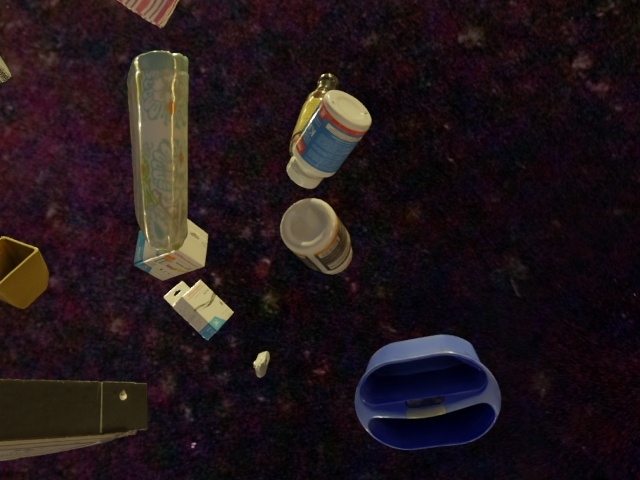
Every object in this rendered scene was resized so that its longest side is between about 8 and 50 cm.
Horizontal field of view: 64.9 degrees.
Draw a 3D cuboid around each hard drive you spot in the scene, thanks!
[{"bbox_3d":[-0.379,0.186,0.493,0.236,0.339,0.064,-19,65,24],"label":"hard drive"}]

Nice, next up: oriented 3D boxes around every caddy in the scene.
[{"bbox_3d":[0.255,0.373,1.221,0.341,0.179,0.241,-14,102,14],"label":"caddy"}]

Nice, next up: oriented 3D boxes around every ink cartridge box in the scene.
[{"bbox_3d":[-0.359,0.192,1.489,0.180,0.104,0.060,45,122,-5],"label":"ink cartridge box"},{"bbox_3d":[-0.610,0.034,2.069,0.232,0.171,0.168,-18,55,23],"label":"ink cartridge box"}]

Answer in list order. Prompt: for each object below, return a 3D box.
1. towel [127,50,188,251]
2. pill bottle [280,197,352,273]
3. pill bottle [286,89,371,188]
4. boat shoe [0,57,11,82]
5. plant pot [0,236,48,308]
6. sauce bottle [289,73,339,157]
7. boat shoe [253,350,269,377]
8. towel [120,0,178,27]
[{"bbox_3d":[-0.310,-0.171,0.963,0.374,0.090,0.321,-154,62,-65],"label":"towel"},{"bbox_3d":[0.000,0.000,1.466,0.162,0.278,0.162,-5,70,14],"label":"pill bottle"},{"bbox_3d":[0.010,-0.226,1.173,0.221,0.124,0.124,-51,51,38],"label":"pill bottle"},{"bbox_3d":[-0.645,-0.348,0.930,0.076,0.080,0.228,-36,64,-12],"label":"boat shoe"},{"bbox_3d":[-0.474,0.058,0.779,0.081,0.083,0.081,16,50,21],"label":"plant pot"},{"bbox_3d":[-0.005,-0.377,1.526,0.111,0.111,0.344,-13,44,33],"label":"sauce bottle"},{"bbox_3d":[-0.172,0.350,1.420,0.035,0.035,0.100,-14,25,14],"label":"boat shoe"},{"bbox_3d":[-0.419,-0.608,1.171,0.197,0.029,0.144,31,99,-3],"label":"towel"}]
